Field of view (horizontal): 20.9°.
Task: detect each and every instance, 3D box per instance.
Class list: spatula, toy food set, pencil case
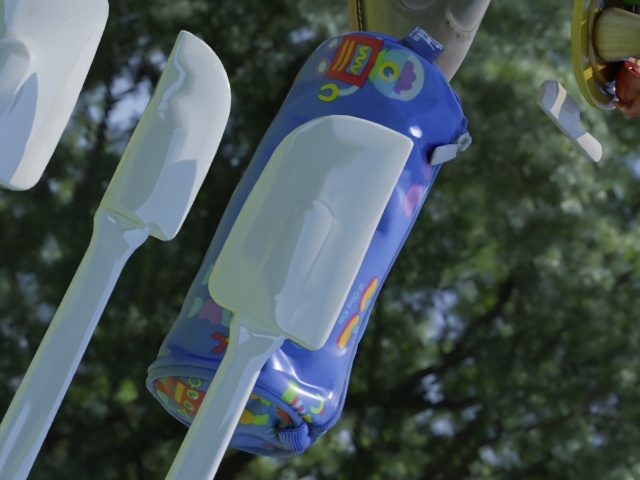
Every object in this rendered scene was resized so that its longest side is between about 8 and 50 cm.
[{"bbox_3d":[-0.090,0.034,0.583,0.168,0.242,0.019,28,-12,-11],"label":"spatula"},{"bbox_3d":[0.239,-0.159,1.244,0.071,0.217,0.128,10,-22,33],"label":"toy food set"},{"bbox_3d":[0.000,0.000,1.187,0.133,0.306,0.119,19,-23,18],"label":"pencil case"}]

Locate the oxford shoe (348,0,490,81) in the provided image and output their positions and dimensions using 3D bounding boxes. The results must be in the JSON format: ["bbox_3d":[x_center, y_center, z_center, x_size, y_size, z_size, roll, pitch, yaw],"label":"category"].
[{"bbox_3d":[0.114,-0.276,1.397,0.130,0.123,0.348,7,-97,65],"label":"oxford shoe"}]
